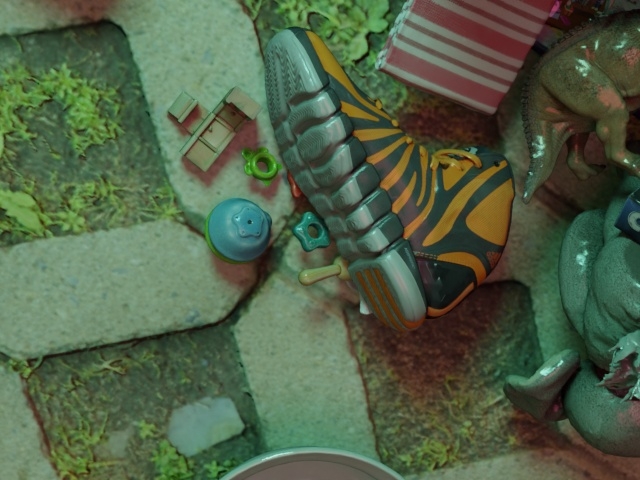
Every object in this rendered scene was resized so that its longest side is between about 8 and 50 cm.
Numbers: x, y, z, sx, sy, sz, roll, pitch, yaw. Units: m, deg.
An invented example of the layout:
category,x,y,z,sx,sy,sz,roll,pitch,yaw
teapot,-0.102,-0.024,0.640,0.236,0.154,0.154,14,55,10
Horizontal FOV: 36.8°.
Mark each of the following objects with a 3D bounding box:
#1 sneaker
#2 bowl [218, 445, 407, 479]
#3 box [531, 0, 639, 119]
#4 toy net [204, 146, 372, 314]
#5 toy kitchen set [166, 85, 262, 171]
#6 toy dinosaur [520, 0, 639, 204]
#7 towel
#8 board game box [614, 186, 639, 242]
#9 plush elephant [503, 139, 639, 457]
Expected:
category,x,y,z,sx,sy,sz,roll,pitch,yaw
sneaker,0.076,-0.084,0.967,0.180,0.124,0.321,-30,100,-22
bowl,-0.021,0.337,1.013,0.298,0.134,0.298,-1,100,-8
box,0.329,-0.254,1.000,0.293,0.057,0.201,30,96,-13
toy net,0.000,0.000,1.007,0.232,0.045,0.122,28,66,-15
toy kitchen set,-0.112,-0.120,0.946,0.068,0.075,0.083,39,88,-12
toy dinosaur,0.275,-0.173,0.919,0.295,0.127,0.200,-38,105,7
towel,0.153,-0.229,0.927,0.144,0.029,0.197,18,109,-24
board game box,0.421,-0.038,0.928,0.243,0.165,0.042,-34,149,-33
plush elephant,0.342,0.112,0.983,0.272,0.255,0.330,31,50,21
